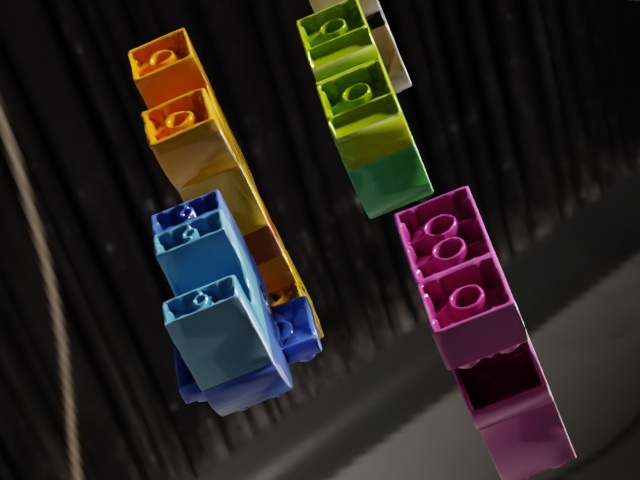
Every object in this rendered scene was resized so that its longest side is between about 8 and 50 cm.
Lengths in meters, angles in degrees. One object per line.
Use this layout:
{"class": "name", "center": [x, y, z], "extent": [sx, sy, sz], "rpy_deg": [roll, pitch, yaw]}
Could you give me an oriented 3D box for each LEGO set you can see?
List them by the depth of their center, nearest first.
{"class": "LEGO set", "center": [0.000, 0.000, 0.499], "extent": [0.087, 0.093, 0.227], "rpy_deg": [-22, 35, 5]}
